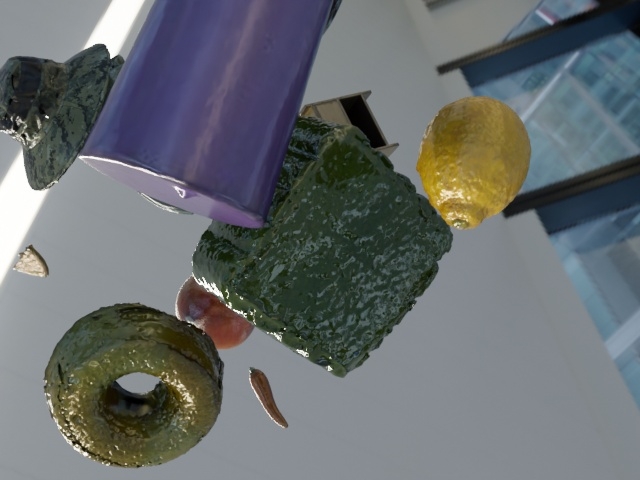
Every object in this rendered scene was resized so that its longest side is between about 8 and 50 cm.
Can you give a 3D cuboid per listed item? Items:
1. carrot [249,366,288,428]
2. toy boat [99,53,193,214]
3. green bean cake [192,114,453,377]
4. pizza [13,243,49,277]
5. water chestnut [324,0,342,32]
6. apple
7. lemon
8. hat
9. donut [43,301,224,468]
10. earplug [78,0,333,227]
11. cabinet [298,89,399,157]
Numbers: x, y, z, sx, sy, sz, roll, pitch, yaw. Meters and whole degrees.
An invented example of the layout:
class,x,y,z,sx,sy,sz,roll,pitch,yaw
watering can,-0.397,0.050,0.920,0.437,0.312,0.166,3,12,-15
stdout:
class,x,y,z,sx,sy,sz,roll,pitch,yaw
carrot,-0.105,0.310,1.560,0.035,0.035,0.142,-5,-120,-56
toy boat,-0.319,-0.181,1.440,0.319,0.141,0.092,57,176,2
green bean cake,0.000,0.000,1.216,0.319,0.335,0.218,43,170,-32
pizza,-0.628,0.045,1.706,0.025,0.078,0.083,-76,-28,-53
water chestnut,-0.070,-0.472,1.420,0.244,0.289,0.289,-24,-121,-26
apple,-0.223,0.151,1.703,0.199,0.199,0.199,30,-154,-16
lemon,0.194,-0.101,1.009,0.142,0.142,0.187,24,-112,-28
hat,-0.451,-0.219,1.253,0.128,0.265,0.265,23,-151,-35
donut,-0.266,0.224,1.161,0.272,0.272,0.107,24,-170,-28
earplug,-0.091,-0.255,0.904,0.215,0.455,0.215,19,172,3
cabinet,0.058,-0.267,2.055,0.215,0.148,0.174,-18,-105,-30
